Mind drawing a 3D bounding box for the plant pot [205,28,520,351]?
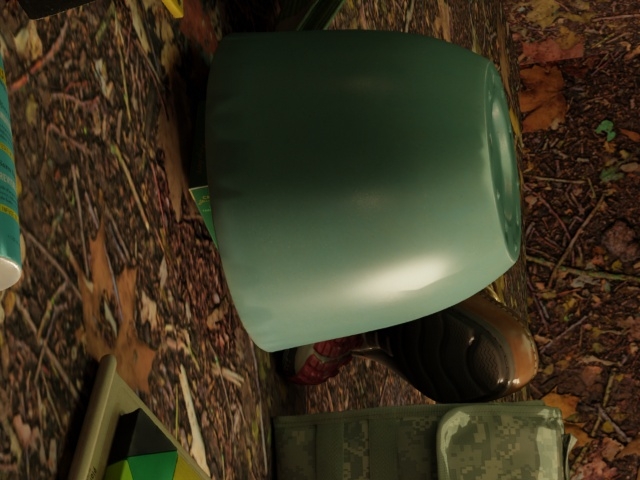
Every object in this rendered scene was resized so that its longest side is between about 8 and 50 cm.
[{"bbox_3d":[0.051,-0.057,1.720,0.293,0.235,0.293,-7,90,-76],"label":"plant pot"}]

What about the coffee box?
[{"bbox_3d":[-0.074,-0.034,1.782,0.184,0.040,0.113,68,20,-50],"label":"coffee box"}]

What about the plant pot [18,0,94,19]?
[{"bbox_3d":[-0.156,-0.290,1.301,0.167,0.187,0.188,48,35,-46],"label":"plant pot"}]

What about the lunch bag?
[{"bbox_3d":[0.110,0.282,1.872,0.169,0.287,0.235,44,42,-70],"label":"lunch bag"}]

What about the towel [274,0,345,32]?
[{"bbox_3d":[0.011,-0.278,1.969,0.248,0.038,0.325,-54,-171,29],"label":"towel"}]

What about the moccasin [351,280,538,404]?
[{"bbox_3d":[0.136,0.092,2.024,0.380,0.147,0.139,180,-102,-71],"label":"moccasin"}]

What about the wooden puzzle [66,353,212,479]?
[{"bbox_3d":[-0.111,0.230,1.395,0.238,0.044,0.221,57,25,-32],"label":"wooden puzzle"}]

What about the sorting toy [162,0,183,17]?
[{"bbox_3d":[-0.160,-0.315,1.549,0.132,0.046,0.274,-22,104,-76],"label":"sorting toy"}]

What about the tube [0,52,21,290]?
[{"bbox_3d":[-0.216,-0.070,1.204,0.080,0.052,0.207,81,2,-63],"label":"tube"}]

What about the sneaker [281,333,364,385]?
[{"bbox_3d":[0.000,0.000,1.962,0.121,0.112,0.299,28,69,-67],"label":"sneaker"}]
